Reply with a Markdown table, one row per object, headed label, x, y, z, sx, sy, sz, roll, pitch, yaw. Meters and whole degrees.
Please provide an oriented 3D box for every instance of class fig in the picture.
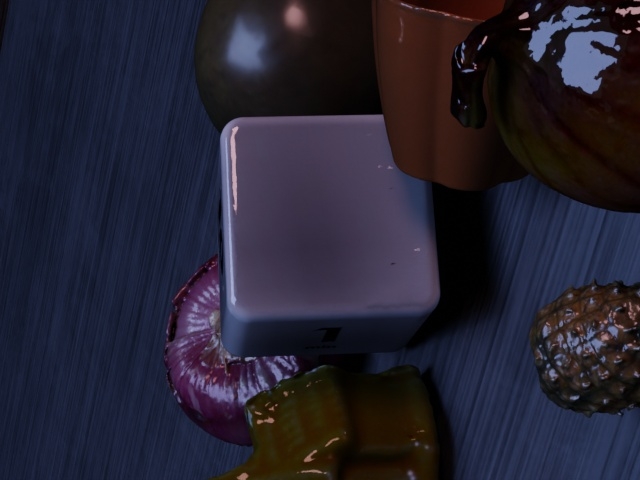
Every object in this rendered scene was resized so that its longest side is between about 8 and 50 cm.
| label | x | y | z | sx | sy | sz | roll | pitch | yaw |
| --- | --- | --- | --- | --- | --- | --- | --- | --- | --- |
| fig | 0.220 | -0.133 | 1.005 | 0.235 | 0.214 | 0.235 | -31 | 43 | 33 |

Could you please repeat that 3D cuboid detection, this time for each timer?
| label | x | y | z | sx | sy | sz | roll | pitch | yaw |
| --- | --- | --- | --- | --- | --- | --- | --- | --- | --- |
| timer | 0.000 | 0.000 | 1.363 | 0.195 | 0.194 | 0.192 | 107 | 160 | -74 |

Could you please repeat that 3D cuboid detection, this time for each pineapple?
| label | x | y | z | sx | sy | sz | roll | pitch | yaw |
| --- | --- | --- | --- | --- | --- | --- | --- | --- | --- |
| pineapple | 0.247 | 0.072 | 1.039 | 0.198 | 0.108 | 0.108 | -16 | 71 | 49 |

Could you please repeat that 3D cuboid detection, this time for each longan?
| label | x | y | z | sx | sy | sz | roll | pitch | yaw |
| --- | --- | --- | --- | --- | --- | --- | --- | --- | --- |
| longan | -0.023 | -0.202 | 1.489 | 0.246 | 0.215 | 0.246 | -46 | 22 | 25 |

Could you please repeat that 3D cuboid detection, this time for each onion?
| label | x | y | z | sx | sy | sz | roll | pitch | yaw |
| --- | --- | --- | --- | --- | --- | --- | --- | --- | --- |
| onion | -0.060 | 0.121 | 1.580 | 0.230 | 0.163 | 0.230 | -11 | 61 | 21 |

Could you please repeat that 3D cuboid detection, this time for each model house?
| label | x | y | z | sx | sy | sz | roll | pitch | yaw |
| --- | --- | --- | --- | --- | --- | --- | --- | --- | --- |
| model house | -0.017 | 0.255 | 1.362 | 0.173 | 0.239 | 0.268 | -19 | 71 | 62 |

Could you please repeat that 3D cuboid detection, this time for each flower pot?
| label | x | y | z | sx | sy | sz | roll | pitch | yaw |
| --- | --- | --- | --- | --- | --- | --- | --- | --- | --- |
| flower pot | 0.126 | -0.145 | 1.213 | 0.190 | 0.191 | 0.173 | -126 | 36 | -53 |
